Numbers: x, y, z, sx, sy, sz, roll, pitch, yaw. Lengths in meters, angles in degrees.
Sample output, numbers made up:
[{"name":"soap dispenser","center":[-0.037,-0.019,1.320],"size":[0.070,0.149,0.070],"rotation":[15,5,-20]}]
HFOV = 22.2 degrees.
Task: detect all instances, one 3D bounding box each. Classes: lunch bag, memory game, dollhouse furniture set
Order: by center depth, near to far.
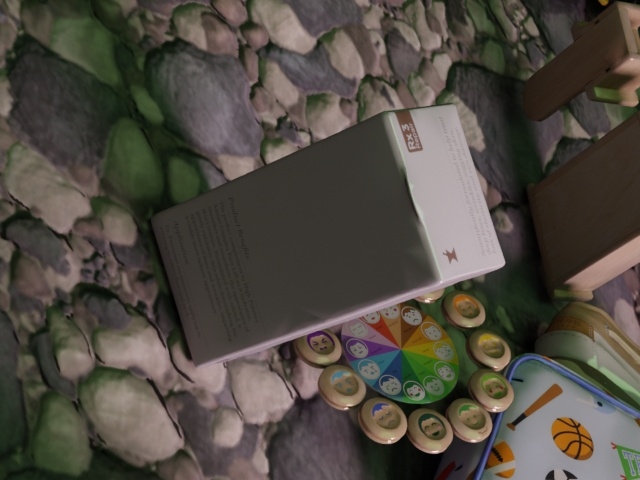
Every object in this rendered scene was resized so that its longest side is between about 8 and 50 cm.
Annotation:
[{"name":"memory game","center":[0.064,0.081,1.240],"size":[0.186,0.012,0.186],"rotation":[15,46,-16]},{"name":"lunch bag","center":[0.232,0.238,1.283],"size":[0.303,0.115,0.243],"rotation":[32,45,-5]},{"name":"dollhouse furniture set","center":[0.386,-0.036,1.524],"size":[0.355,0.174,0.303],"rotation":[4,65,-31]}]

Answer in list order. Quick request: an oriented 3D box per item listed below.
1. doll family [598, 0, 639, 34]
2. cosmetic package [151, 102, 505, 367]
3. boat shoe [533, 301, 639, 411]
[{"name":"doll family","center":[0.293,-0.259,1.664],"size":[0.193,0.076,0.111],"rotation":[37,29,-27]},{"name":"cosmetic package","center":[0.000,0.000,1.093],"size":[0.085,0.231,0.117],"rotation":[-13,84,-51]},{"name":"boat shoe","center":[0.305,0.172,1.465],"size":[0.302,0.113,0.103],"rotation":[44,51,-26]}]
